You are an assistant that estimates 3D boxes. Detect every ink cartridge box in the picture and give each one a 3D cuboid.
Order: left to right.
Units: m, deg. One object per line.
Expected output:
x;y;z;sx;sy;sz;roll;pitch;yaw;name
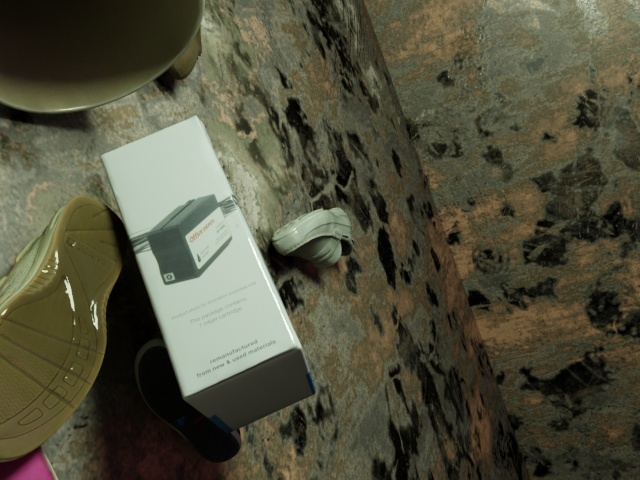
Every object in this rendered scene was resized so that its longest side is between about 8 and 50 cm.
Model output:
-0.128;0.047;0.767;0.223;0.129;0.307;80;-14;-65;ink cartridge box

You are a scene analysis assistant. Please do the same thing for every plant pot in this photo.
-0.308;-0.329;0.715;0.274;0.256;0.256;60;21;11;plant pot

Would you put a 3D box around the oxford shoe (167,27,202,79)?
-0.237;-0.354;1.074;0.096;0.083;0.227;74;15;-51;oxford shoe

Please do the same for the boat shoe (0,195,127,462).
-0.277;0.082;0.627;0.109;0.098;0.302;42;31;-31;boat shoe

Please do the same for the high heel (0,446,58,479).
-0.269;0.315;0.467;0.181;0.127;0.377;2;48;-40;high heel

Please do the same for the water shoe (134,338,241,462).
-0.176;0.204;0.843;0.203;0.073;0.080;62;-2;-22;water shoe

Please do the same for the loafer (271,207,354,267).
0.000;0.000;1.295;0.111;0.112;0.319;65;22;4;loafer
